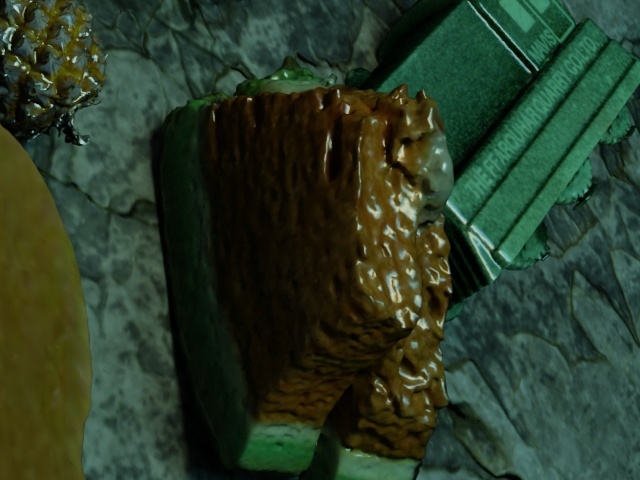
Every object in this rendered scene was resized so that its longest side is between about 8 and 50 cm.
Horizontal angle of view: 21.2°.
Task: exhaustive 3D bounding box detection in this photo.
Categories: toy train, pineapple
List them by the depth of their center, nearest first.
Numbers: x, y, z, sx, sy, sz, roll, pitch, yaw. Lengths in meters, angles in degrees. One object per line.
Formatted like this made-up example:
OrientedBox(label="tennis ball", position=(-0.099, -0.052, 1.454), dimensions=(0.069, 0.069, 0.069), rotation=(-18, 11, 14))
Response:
OrientedBox(label="pineapple", position=(-0.180, -0.150, 0.932), dimensions=(0.083, 0.103, 0.221), rotation=(-30, 94, -38))
OrientedBox(label="toy train", position=(0.099, -0.074, 1.195), dimensions=(0.178, 0.138, 0.330), rotation=(48, 43, -6))

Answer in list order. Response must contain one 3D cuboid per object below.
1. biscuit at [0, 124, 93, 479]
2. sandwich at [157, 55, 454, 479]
OrientedBox(label="biscuit", position=(-0.243, 0.067, 0.762), dimensions=(0.385, 0.062, 0.365), rotation=(4, 70, -56))
OrientedBox(label="sandwich", position=(-0.005, 0.012, 0.984), dimensions=(0.109, 0.212, 0.292), rotation=(4, 81, -32))
